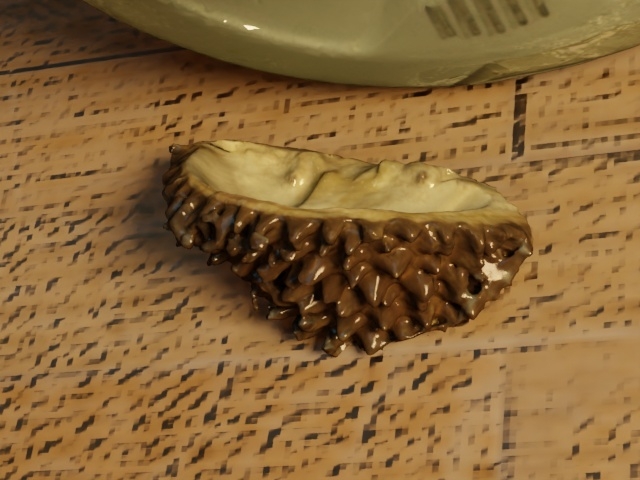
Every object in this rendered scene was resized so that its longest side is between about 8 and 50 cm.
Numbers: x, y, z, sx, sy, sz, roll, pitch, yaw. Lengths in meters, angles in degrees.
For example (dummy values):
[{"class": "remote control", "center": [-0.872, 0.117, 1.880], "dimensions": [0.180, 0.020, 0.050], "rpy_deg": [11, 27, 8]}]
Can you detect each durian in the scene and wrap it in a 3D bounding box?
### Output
[{"class": "durian", "center": [-0.002, -0.008, 0.478], "dimensions": [0.130, 0.052, 0.066], "rpy_deg": [14, 63, 31]}]

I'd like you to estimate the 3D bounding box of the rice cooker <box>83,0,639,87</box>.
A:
[{"class": "rice cooker", "center": [0.019, -0.200, 0.453], "dimensions": [0.288, 0.288, 0.277], "rpy_deg": [-6, 57, 20]}]
